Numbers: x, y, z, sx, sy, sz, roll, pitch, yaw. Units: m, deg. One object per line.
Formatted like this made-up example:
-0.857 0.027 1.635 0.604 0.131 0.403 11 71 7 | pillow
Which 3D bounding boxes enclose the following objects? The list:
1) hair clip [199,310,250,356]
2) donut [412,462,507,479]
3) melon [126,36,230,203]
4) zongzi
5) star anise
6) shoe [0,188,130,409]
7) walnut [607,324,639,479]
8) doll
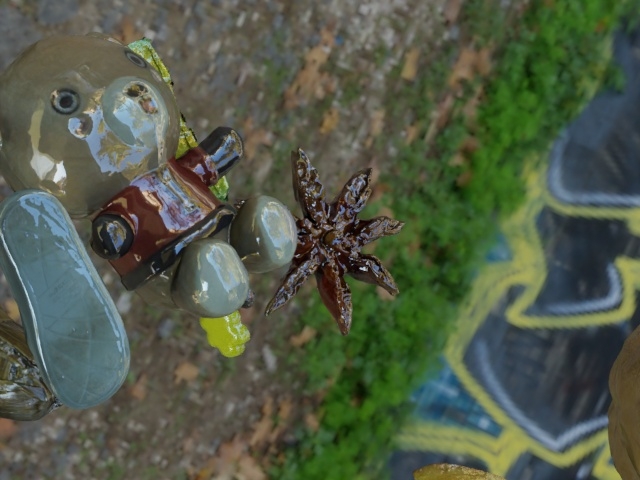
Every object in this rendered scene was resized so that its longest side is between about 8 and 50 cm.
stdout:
-0.147 0.086 1.826 0.046 0.072 0.173 -28 108 -54 | hair clip
0.264 0.474 1.972 0.112 0.151 0.295 -110 179 -69 | donut
-0.250 -0.117 1.715 0.169 0.265 0.129 -22 161 -20 | melon
-0.461 0.100 1.763 0.134 0.285 0.288 77 23 -61 | zongzi
-0.001 0.000 1.841 0.288 0.288 0.088 -58 -174 -23 | star anise
-0.221 0.043 1.071 0.079 0.078 0.195 -24 113 -15 | shoe
0.485 0.223 1.439 0.384 0.383 0.384 -56 162 -28 | walnut
-0.181 -0.057 1.250 0.235 0.330 0.174 -40 178 -41 | doll
